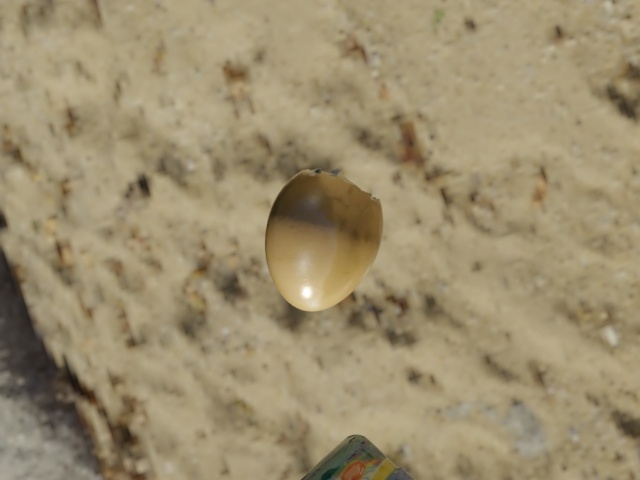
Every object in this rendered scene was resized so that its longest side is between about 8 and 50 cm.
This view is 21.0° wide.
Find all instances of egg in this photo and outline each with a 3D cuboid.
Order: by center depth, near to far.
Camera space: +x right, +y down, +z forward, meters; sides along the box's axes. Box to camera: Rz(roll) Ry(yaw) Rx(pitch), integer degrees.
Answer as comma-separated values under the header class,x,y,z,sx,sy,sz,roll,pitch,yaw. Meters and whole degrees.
class,x,y,z,sx,sy,sz,roll,pitch,yaw
egg,0.000,0.000,1.172,0.080,0.080,0.096,18,83,65

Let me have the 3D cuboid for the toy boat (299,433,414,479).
class,x,y,z,sx,sy,sz,roll,pitch,yaw
toy boat,-0.008,0.162,0.647,0.110,0.175,0.091,46,141,5
